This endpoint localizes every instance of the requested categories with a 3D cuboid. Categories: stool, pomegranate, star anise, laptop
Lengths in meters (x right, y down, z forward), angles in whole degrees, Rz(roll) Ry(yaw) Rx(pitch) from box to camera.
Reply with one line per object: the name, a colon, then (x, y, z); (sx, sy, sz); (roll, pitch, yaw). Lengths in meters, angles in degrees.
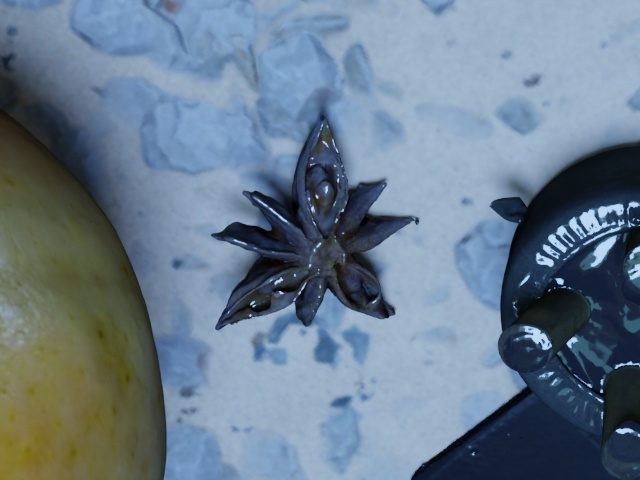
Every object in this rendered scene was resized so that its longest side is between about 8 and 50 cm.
stool: (0.199, 0.041, 1.071); (0.228, 0.139, 0.153); (8, 113, 7)
pomegranate: (-0.277, 0.095, 1.051); (0.411, 0.411, 0.411); (4, 115, 8)
star anise: (-0.003, -0.010, 1.129); (0.124, 0.056, 0.129); (-3, 112, -16)
laptop: (0.165, 0.178, 1.208); (0.197, 0.016, 0.135); (44, 115, -11)
